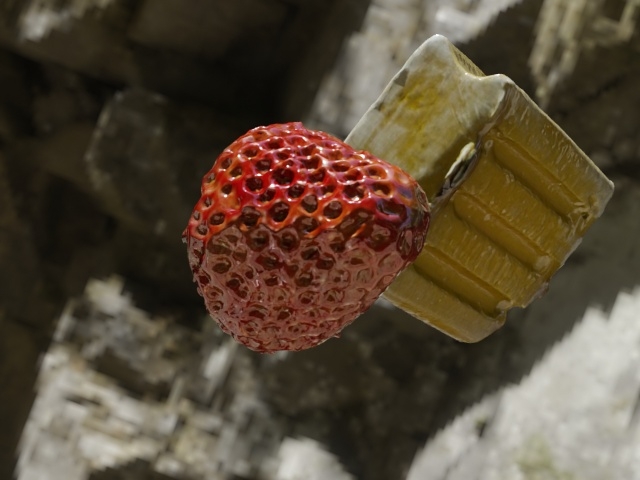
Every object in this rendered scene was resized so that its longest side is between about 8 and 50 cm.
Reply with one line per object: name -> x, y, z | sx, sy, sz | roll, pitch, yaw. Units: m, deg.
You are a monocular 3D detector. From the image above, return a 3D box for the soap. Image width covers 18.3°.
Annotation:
soap -> 0.087, -0.021, 1.185 | 0.073, 0.140, 0.232 | 40, 5, 26

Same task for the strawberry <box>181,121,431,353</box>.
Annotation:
strawberry -> 0.000, 0.000, 0.611 | 0.083, 0.073, 0.073 | 3, -16, 41
